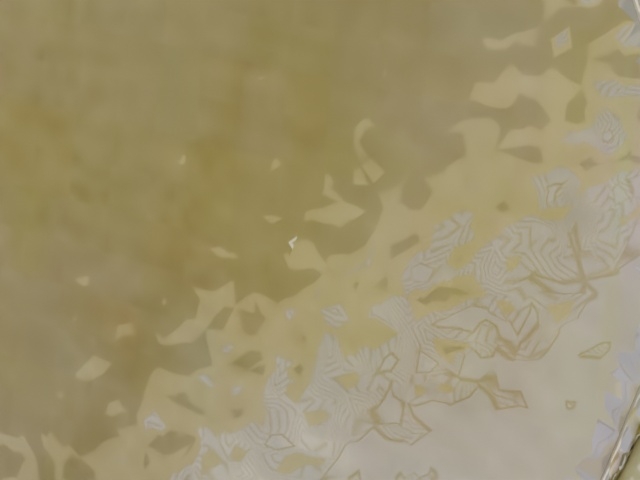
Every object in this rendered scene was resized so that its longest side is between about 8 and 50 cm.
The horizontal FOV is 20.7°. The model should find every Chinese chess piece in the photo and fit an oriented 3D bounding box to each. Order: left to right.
[{"bbox_3d":[0.000,0.000,0.458,0.257,0.104,0.257,-4,82,33],"label":"Chinese chess piece"}]
